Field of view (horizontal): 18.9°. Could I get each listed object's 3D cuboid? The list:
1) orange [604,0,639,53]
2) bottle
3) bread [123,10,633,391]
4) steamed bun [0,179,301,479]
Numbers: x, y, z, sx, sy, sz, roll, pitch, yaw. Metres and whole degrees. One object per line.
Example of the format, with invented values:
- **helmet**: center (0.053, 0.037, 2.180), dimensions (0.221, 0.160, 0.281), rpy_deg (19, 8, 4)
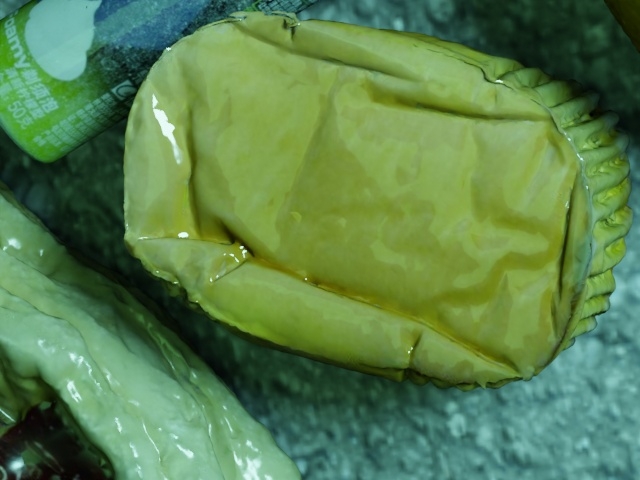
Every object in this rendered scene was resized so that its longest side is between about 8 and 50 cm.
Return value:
- **orange**: center (0.253, -0.195, 0.964), dimensions (0.274, 0.274, 0.274), rpy_deg (3, 97, 21)
- **bottle**: center (-0.052, -0.166, 1.150), dimensions (0.330, 0.093, 0.093), rpy_deg (-30, 84, 11)
- **bread**: center (0.036, -0.025, 1.123), dimensions (0.288, 0.156, 0.204), rpy_deg (7, 97, 17)
- **steamed bun**: center (-0.251, 0.101, 1.244), dimensions (0.428, 0.189, 0.247), rpy_deg (43, 117, 12)
